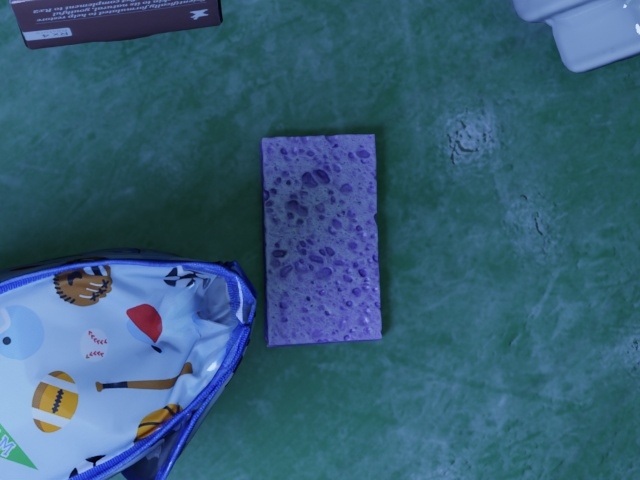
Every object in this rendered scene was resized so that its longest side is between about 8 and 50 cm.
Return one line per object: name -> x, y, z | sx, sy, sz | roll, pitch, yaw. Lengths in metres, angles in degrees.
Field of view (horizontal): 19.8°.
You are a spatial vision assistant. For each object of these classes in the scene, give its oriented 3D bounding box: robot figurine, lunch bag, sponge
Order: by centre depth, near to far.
lunch bag -> -0.246, 0.128, 1.645 | 0.385, 0.328, 0.239 | -27, 94, -10
robot figurine -> 0.257, -0.350, 1.804 | 0.300, 0.199, 0.354 | -22, 94, -53
sponge -> 0.000, 0.000, 1.835 | 0.117, 0.031, 0.210 | -1, 86, -8

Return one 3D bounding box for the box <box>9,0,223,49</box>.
box -> -0.210, -0.386, 1.709 | 0.191, 0.143, 0.381 | -8, 79, -2
